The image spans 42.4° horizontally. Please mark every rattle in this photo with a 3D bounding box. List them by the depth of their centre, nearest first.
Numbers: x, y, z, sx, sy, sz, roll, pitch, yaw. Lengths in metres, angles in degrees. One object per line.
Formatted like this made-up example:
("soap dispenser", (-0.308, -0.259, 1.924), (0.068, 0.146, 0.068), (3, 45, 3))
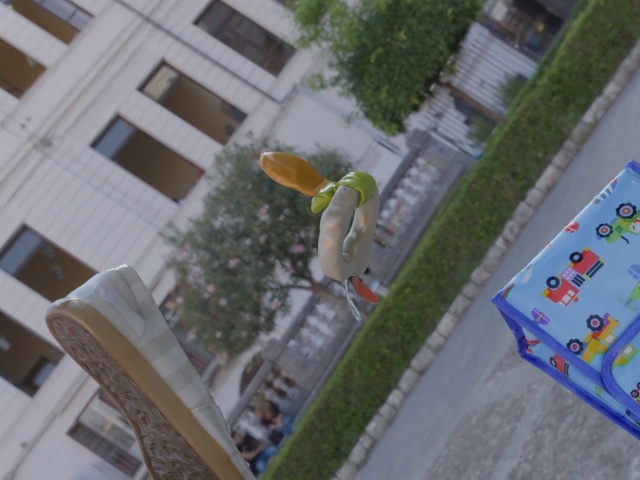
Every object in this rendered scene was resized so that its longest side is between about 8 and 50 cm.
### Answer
("rattle", (0.000, 0.000, 1.004), (0.199, 0.143, 0.130), (81, -163, -54))

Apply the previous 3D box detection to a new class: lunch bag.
("lunch bag", (0.360, 0.089, 0.816), (0.221, 0.293, 0.138), (-44, -45, -7))

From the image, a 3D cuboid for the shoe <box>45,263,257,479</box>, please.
("shoe", (-0.093, 0.112, 0.551), (0.077, 0.219, 0.058), (-13, 26, 39))
